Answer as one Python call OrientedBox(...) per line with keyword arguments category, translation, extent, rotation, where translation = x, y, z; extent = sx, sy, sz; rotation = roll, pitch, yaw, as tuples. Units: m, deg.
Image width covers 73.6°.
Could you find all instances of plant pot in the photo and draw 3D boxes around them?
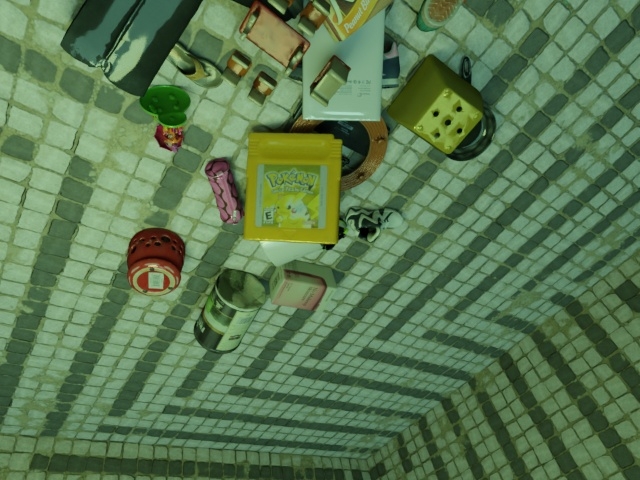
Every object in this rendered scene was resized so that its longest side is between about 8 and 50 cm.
OrientedBox(category="plant pot", translation=(-0.566, 0.080, 1.464), extent=(0.191, 0.174, 0.191), rotation=(-6, 131, -7))
OrientedBox(category="plant pot", translation=(0.352, -0.379, 1.264), extent=(0.212, 0.187, 0.212), rotation=(28, 120, -19))

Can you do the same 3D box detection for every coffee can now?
OrientedBox(category="coffee can", translation=(-0.357, 0.280, 1.677), extent=(0.201, 0.202, 0.275), rotation=(15, 125, -26))

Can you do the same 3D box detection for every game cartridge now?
OrientedBox(category="game cartridge", translation=(-0.082, -0.155, 1.265), extent=(0.285, 0.052, 0.324), rotation=(2, 90, 7))

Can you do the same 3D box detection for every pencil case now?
OrientedBox(category="pencil case", translation=(-0.304, -0.153, 1.376), extent=(0.095, 0.098, 0.209), rotation=(-14, 132, -3))

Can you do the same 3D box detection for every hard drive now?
OrientedBox(category="hard drive", translation=(0.058, -0.478, 1.114), extent=(0.210, 0.040, 0.319), rotation=(-1, 103, -8))

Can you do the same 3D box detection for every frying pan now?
OrientedBox(category="frying pan", translation=(0.448, -0.402, 1.391), extent=(0.197, 0.053, 0.326), rotation=(-33, 120, 13))

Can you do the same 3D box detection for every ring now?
OrientedBox(category="ring", translation=(0.056, -0.287, 1.359), extent=(0.336, 0.032, 0.337), rotation=(-8, 131, -9))

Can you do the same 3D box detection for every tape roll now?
OrientedBox(category="tape roll", translation=(-0.114, -0.057, 1.414), extent=(0.169, 0.246, 0.246), rotation=(-22, 133, 5))

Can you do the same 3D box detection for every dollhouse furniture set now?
OrientedBox(category="dollhouse furniture set", translation=(-0.061, -0.436, 0.992), extent=(0.259, 0.135, 0.262), rotation=(32, 126, -21))

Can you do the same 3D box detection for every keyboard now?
OrientedBox(category="keyboard", translation=(0.054, -0.338, 1.355), extent=(0.317, 0.033, 0.201), rotation=(21, 121, -29))

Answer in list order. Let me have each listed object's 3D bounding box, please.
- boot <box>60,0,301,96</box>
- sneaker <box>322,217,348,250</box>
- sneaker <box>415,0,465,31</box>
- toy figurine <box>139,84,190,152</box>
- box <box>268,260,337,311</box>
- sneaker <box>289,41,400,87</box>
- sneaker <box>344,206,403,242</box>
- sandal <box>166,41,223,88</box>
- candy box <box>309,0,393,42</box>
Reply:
OrientedBox(category="boot", translation=(-0.321, -0.511, 1.000), extent=(0.367, 0.146, 0.445), rotation=(39, 106, -24))
OrientedBox(category="sneaker", translation=(0.000, 0.000, 1.587), extent=(0.234, 0.097, 0.084), rotation=(-34, 131, 24))
OrientedBox(category="sneaker", translation=(0.354, -0.670, 1.103), extent=(0.108, 0.121, 0.302), rotation=(42, 93, -16))
OrientedBox(category="toy figurine", translation=(-0.413, -0.309, 1.182), extent=(0.130, 0.173, 0.159), rotation=(-18, 149, -23))
OrientedBox(category="box", translation=(-0.073, 0.181, 1.715), extent=(0.232, 0.127, 0.149), rotation=(13, 126, -25))
OrientedBox(category="sneaker", translation=(0.066, -0.495, 1.189), extent=(0.318, 0.112, 0.131), rotation=(-1, 107, -12))
OrientedBox(category="sneaker", translation=(0.213, -0.046, 1.573), extent=(0.234, 0.153, 0.094), rotation=(9, 129, -22))
OrientedBox(category="sandal", translation=(-0.342, -0.459, 1.125), extent=(0.180, 0.049, 0.072), rotation=(30, 116, -33))
OrientedBox(category="candy box", translation=(0.117, -0.642, 0.999), extent=(0.316, 0.087, 0.183), rotation=(-37, 113, 5))
